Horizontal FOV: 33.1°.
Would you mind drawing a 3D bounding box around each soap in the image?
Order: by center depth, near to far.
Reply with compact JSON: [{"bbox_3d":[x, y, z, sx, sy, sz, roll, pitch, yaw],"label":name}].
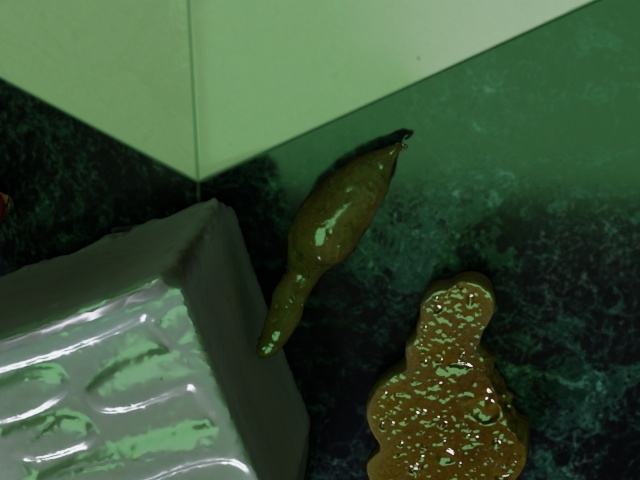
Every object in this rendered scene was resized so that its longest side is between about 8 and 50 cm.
[{"bbox_3d":[-0.199,0.221,1.176,0.350,0.213,0.435,-17,110,9],"label":"soap"}]

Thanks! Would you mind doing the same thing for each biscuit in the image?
[{"bbox_3d":[0.142,0.183,1.199,0.183,0.047,0.320,1,111,8],"label":"biscuit"}]

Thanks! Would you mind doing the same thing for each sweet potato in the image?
[{"bbox_3d":[-0.002,0.001,1.128,0.075,0.075,0.269,31,98,-2],"label":"sweet potato"}]

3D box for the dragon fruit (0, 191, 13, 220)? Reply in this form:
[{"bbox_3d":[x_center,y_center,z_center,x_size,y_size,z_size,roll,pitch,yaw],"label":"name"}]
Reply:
[{"bbox_3d":[-0.402,-0.036,1.200,0.116,0.081,0.086,-7,114,39],"label":"dragon fruit"}]
